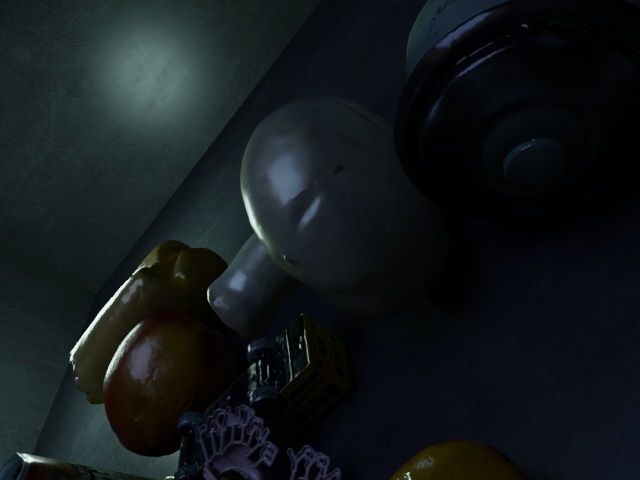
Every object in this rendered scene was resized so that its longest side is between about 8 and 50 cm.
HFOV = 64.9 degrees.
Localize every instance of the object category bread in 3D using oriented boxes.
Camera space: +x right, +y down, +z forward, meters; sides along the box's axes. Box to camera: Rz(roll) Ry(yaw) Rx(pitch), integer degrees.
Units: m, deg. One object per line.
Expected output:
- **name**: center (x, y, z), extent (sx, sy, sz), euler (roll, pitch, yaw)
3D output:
- **bread**: center (-0.380, 0.186, 1.226), extent (0.394, 0.250, 0.361), euler (-50, 15, 4)

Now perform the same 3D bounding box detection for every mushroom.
- **mushroom**: center (0.016, -0.026, 0.661), extent (0.356, 0.315, 0.315), euler (-45, 20, -24)

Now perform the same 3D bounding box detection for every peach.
- **peach**: center (-0.292, 0.279, 0.971), extent (0.281, 0.238, 0.281), euler (-39, 32, 30)

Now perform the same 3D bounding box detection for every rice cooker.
- **rice cooker**: center (0.219, -0.168, 0.559), extent (0.316, 0.264, 0.317), euler (-163, 90, -84)

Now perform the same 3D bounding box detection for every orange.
- **orange**: center (0.114, 0.249, 0.424), extent (0.156, 0.124, 0.156), euler (-40, 34, 34)

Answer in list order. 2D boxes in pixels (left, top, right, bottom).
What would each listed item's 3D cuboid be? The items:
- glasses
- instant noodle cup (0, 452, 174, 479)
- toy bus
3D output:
- **glasses**: center (-0.087, 0.311, 0.639), extent (0.255, 0.095, 0.162), euler (18, 84, 26)
- **instant noodle cup**: center (-0.394, 0.497, 0.824), extent (0.294, 0.307, 0.294), euler (-41, 30, 31)
- **toy bus**: center (-0.100, 0.266, 0.782), extent (0.335, 0.123, 0.121), euler (-47, 29, 20)
